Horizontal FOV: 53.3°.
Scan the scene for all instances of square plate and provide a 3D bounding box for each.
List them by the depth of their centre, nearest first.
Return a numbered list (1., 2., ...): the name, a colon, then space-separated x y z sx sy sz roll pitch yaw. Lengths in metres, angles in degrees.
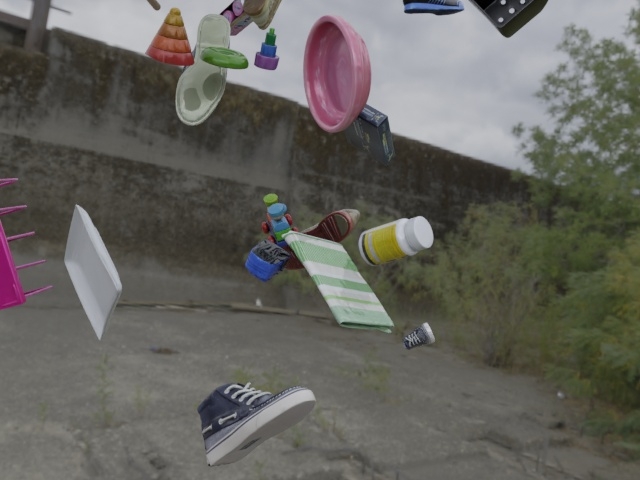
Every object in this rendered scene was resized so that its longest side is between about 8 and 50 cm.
1. square plate: -0.752 0.109 2.115 0.049 0.347 0.344 -16 -26 -37

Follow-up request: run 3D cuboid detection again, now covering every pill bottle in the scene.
1. pill bottle: 0.231 0.001 1.954 0.209 0.119 0.119 -19 -20 40

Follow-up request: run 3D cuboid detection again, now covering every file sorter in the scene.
1. file sorter: -0.774 0.014 1.472 0.202 0.290 0.182 -15 5 7

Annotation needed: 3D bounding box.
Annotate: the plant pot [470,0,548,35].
1. plant pot: 0.532 -0.688 1.805 0.188 0.187 0.167 55 13 19

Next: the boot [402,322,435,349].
1. boot: 0.321 0.325 2.103 0.086 0.069 0.190 -23 -19 -4

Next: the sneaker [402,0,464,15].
1. sneaker: 0.367 -0.781 2.058 0.233 0.090 0.081 -8 6 -28

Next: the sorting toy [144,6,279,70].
1. sorting toy: -0.258 -0.512 1.617 0.366 0.126 0.127 -7 32 -35

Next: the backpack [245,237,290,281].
1. backpack: -0.154 0.066 1.803 0.098 0.101 0.120 27 20 11

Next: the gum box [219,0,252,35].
1. gum box: -0.313 -0.829 2.372 0.188 0.062 0.107 -24 0 41

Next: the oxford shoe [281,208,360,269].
1. oxford shoe: 0.000 0.000 2.187 0.348 0.122 0.130 -28 0 34

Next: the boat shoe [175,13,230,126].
1. boat shoe: -0.326 -0.461 1.790 0.127 0.339 0.113 7 -15 -8

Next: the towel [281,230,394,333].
1. towel: 0.047 0.109 1.697 0.248 0.038 0.324 16 33 -49

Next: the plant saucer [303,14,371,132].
1. plant saucer: 0.053 -0.485 1.863 0.084 0.331 0.332 -10 6 -24

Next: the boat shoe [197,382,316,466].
1. boat shoe: -0.161 0.374 1.442 0.341 0.158 0.127 -39 -31 27

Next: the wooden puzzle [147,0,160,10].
1. wooden puzzle: -0.612 -0.876 2.045 0.238 0.044 0.221 54 3 31

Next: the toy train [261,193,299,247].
1. toy train: -0.158 -0.097 2.143 0.105 0.143 0.248 -19 38 -9

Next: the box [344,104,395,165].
1. box: 0.156 -0.373 2.158 0.183 0.059 0.232 36 -13 26

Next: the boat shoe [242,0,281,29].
1. boat shoe: -0.151 -0.780 1.951 0.105 0.285 0.089 15 -19 28
